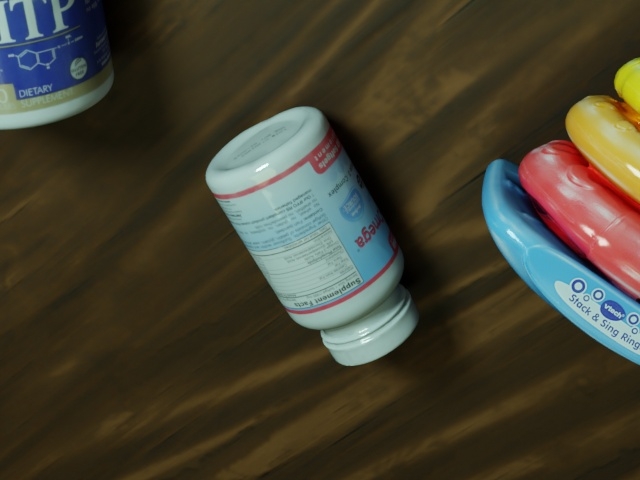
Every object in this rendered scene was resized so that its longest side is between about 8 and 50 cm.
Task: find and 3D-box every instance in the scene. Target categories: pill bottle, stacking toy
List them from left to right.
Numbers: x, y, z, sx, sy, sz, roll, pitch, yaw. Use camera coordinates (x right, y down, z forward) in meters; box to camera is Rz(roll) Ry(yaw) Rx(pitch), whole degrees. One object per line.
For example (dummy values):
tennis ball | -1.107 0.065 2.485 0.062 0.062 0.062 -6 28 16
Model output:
pill bottle | -0.192 -0.171 0.825 0.112 0.112 0.186 1 120 12
pill bottle | 0.000 0.000 0.898 0.087 0.087 0.160 -21 114 23
stacking toy | 0.240 -0.080 0.778 0.175 0.166 0.302 35 107 -4
